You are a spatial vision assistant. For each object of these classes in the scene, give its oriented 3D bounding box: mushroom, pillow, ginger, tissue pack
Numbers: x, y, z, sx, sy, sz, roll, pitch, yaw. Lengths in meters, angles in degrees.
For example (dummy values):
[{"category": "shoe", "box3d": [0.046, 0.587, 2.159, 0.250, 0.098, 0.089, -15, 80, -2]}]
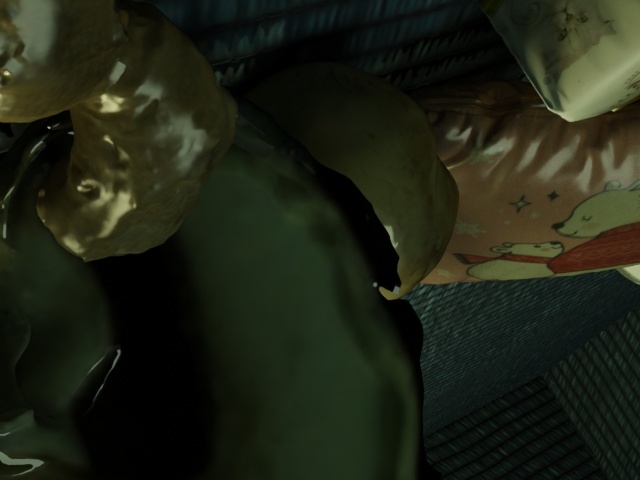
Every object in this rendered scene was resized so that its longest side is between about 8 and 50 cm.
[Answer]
[{"category": "mushroom", "box3d": [-0.078, 0.114, 0.609, 0.247, 0.344, 0.130, -1, 171, -21]}, {"category": "pillow", "box3d": [0.148, -0.031, 0.863, 0.236, 0.084, 0.223, -2, 160, 0]}, {"category": "mushroom", "box3d": [-0.002, -0.019, 0.725, 0.148, 0.148, 0.112, -36, -154, 19]}, {"category": "ginger", "box3d": [-0.098, -0.057, 0.441, 0.149, 0.065, 0.258, -24, 155, -13]}, {"category": "tissue pack", "box3d": [0.162, -0.136, 0.688, 0.149, 0.099, 0.106, -41, 165, 34]}]

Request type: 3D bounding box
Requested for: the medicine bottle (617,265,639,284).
[{"category": "medicine bottle", "box3d": [0.373, -0.057, 1.391, 0.143, 0.143, 0.258, -24, 165, -31]}]
